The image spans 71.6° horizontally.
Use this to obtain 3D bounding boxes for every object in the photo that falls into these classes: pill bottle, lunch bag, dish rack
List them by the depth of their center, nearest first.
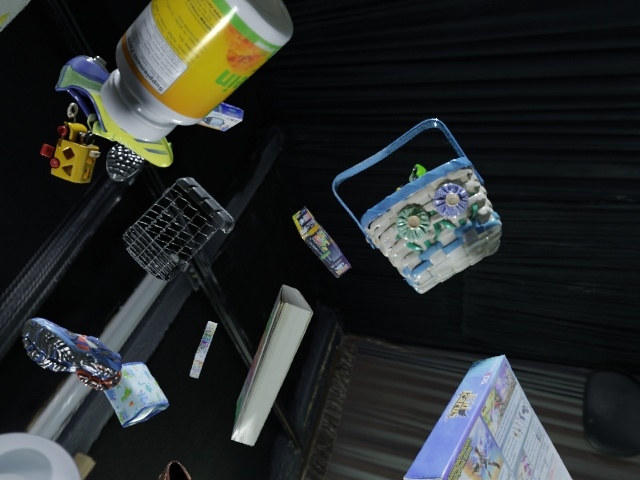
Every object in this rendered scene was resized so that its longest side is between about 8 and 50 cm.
[{"bbox_3d":[-0.166,-0.235,0.562,0.136,0.245,0.136,39,-146,-33],"label":"pill bottle"},{"bbox_3d":[-0.453,0.377,1.107,0.096,0.129,0.151,-38,-14,3],"label":"lunch bag"},{"bbox_3d":[-0.408,-0.029,1.258,0.271,0.208,0.074,-46,-5,-1],"label":"dish rack"}]

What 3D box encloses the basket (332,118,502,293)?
[{"bbox_3d":[0.189,-0.072,0.840,0.289,0.254,0.201,59,-174,30],"label":"basket"}]

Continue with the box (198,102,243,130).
[{"bbox_3d":[-0.248,-0.306,1.093,0.081,0.136,0.028,9,-94,-32],"label":"box"}]

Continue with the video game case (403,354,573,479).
[{"bbox_3d":[0.247,0.333,0.603,0.269,0.061,0.244,-28,-89,-49],"label":"video game case"}]

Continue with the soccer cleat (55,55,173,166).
[{"bbox_3d":[-0.428,-0.245,0.939,0.289,0.093,0.121,57,-134,-47],"label":"soccer cleat"}]

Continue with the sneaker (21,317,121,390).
[{"bbox_3d":[-0.522,0.235,0.943,0.221,0.083,0.087,43,-173,-20],"label":"sneaker"}]

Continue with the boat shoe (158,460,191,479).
[{"bbox_3d":[-0.275,0.540,0.886,0.073,0.207,0.073,11,-71,-45],"label":"boat shoe"}]

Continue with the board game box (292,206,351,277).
[{"bbox_3d":[0.000,0.000,1.105,0.141,0.048,0.170,48,-175,-22],"label":"board game box"}]

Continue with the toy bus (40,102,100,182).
[{"bbox_3d":[-0.735,-0.275,1.357,0.202,0.104,0.191,110,180,-57],"label":"toy bus"}]

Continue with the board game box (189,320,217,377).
[{"bbox_3d":[-0.337,0.315,1.273,0.154,0.026,0.103,118,168,-45],"label":"board game box"}]

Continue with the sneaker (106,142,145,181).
[{"bbox_3d":[-0.644,-0.280,1.494,0.124,0.107,0.283,-51,29,43],"label":"sneaker"}]

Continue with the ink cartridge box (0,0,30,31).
[{"bbox_3d":[-0.418,-0.411,0.508,0.160,0.279,0.385,26,-125,-22],"label":"ink cartridge box"}]

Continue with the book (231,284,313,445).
[{"bbox_3d":[-0.054,0.126,0.475,0.096,0.035,0.144,-146,77,-81],"label":"book"}]

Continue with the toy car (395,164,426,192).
[{"bbox_3d":[0.346,-0.171,1.562,0.239,0.053,0.225,27,-131,-25],"label":"toy car"}]
